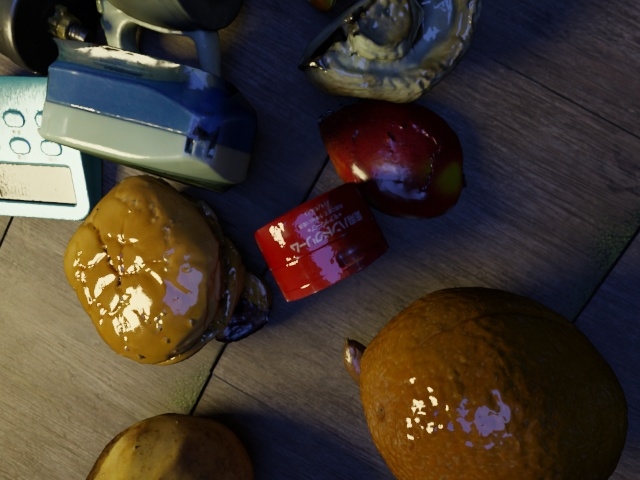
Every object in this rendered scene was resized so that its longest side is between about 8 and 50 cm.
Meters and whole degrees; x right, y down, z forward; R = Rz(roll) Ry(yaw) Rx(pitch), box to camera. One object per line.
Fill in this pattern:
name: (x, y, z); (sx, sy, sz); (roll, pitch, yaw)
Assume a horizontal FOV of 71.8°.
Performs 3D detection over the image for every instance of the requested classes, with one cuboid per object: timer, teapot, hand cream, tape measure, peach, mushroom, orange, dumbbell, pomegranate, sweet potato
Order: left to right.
dumbbell: (-0.543, -0.408, 0.718); (0.389, 0.185, 0.185); (27, 99, 3)
timer: (-0.522, -0.159, 0.795); (0.232, 0.091, 0.249); (3, 101, 6)
teapot: (-0.251, -0.418, 0.700); (0.240, 0.321, 0.239); (7, 56, 22)
tape measure: (-0.234, -0.166, 0.673); (0.259, 0.262, 0.138); (17, 91, 11)
pomegranate: (-0.254, 0.432, 0.750); (0.281, 0.281, 0.281); (1, 97, 6)
hand cream: (0.000, 0.000, 0.702); (0.193, 0.193, 0.125); (-29, 93, 9)
sweet potato: (0.108, 0.250, 0.787); (0.226, 0.068, 0.068); (41, 100, -13)
peach: (0.116, -0.144, 0.734); (0.279, 0.068, 0.189); (26, 97, 3)
mushroom: (0.109, -0.297, 0.665); (0.267, 0.189, 0.164); (-47, 111, -4)
orange: (0.243, 0.225, 0.639); (0.357, 0.322, 0.321); (6, 98, -22)

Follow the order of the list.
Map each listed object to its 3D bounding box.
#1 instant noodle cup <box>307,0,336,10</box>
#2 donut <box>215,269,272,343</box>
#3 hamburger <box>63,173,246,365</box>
instant noodle cup: (0.020, -0.507, 0.604); (0.214, 0.296, 0.296); (-35, 92, 1)
donut: (-0.153, 0.114, 0.798); (0.141, 0.059, 0.140); (1, 97, 8)
hamburger: (-0.278, 0.060, 0.730); (0.319, 0.158, 0.318); (-2, 86, 24)
